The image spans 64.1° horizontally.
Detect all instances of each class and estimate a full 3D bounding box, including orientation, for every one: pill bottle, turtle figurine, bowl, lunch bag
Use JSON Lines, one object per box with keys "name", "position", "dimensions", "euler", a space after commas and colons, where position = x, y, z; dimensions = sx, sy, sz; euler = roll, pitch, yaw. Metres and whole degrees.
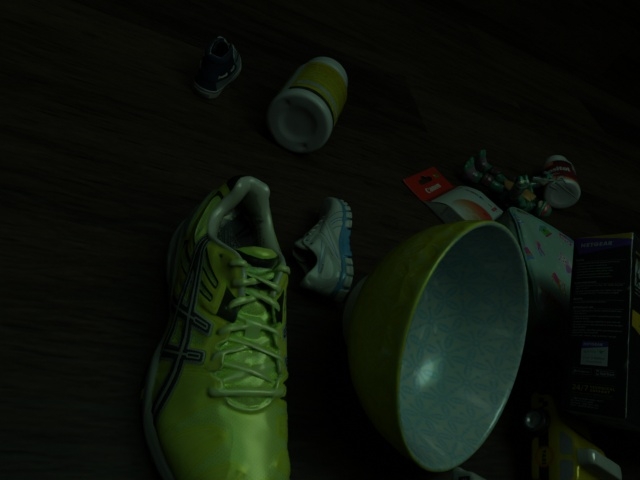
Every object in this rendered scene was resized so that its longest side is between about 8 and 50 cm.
{"name": "pill bottle", "position": [0.608, -0.155, 1.308], "dimensions": [0.086, 0.086, 0.152], "euler": [29, 39, -6]}
{"name": "turtle figurine", "position": [0.435, -0.116, 1.128], "dimensions": [0.234, 0.118, 0.175], "euler": [32, 22, 21]}
{"name": "bowl", "position": [0.121, 0.109, 0.630], "dimensions": [0.156, 0.289, 0.289], "euler": [11, 20, 44]}
{"name": "pill bottle", "position": [-0.016, -0.262, 0.958], "dimensions": [0.119, 0.119, 0.208], "euler": [29, 40, -7]}
{"name": "lunch bag", "position": [0.400, 0.090, 0.904], "dimensions": [0.224, 0.108, 0.279], "euler": [26, 42, -20]}

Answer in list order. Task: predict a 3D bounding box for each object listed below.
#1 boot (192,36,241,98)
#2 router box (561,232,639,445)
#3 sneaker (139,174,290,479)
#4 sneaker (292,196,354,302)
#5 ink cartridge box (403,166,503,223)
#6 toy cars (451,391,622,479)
{"name": "boot", "position": [-0.178, -0.340, 0.949], "dimensions": [0.069, 0.086, 0.190], "euler": [23, 41, -14]}
{"name": "router box", "position": [0.463, 0.160, 0.744], "dimensions": [0.309, 0.081, 0.242], "euler": [29, 66, -35]}
{"name": "sneaker", "position": [-0.099, 0.088, 0.533], "dimensions": [0.145, 0.147, 0.384], "euler": [9, 47, -30]}
{"name": "sneaker", "position": [0.000, 0.000, 0.752], "dimensions": [0.083, 0.071, 0.190], "euler": [14, 44, -15]}
{"name": "ink cartridge box", "position": [0.275, -0.090, 1.047], "dimensions": [0.179, 0.045, 0.145], "euler": [49, 41, 13]}
{"name": "toy cars", "position": [0.249, 0.307, 0.575], "dimensions": [0.394, 0.087, 0.176], "euler": [-16, 76, -43]}
